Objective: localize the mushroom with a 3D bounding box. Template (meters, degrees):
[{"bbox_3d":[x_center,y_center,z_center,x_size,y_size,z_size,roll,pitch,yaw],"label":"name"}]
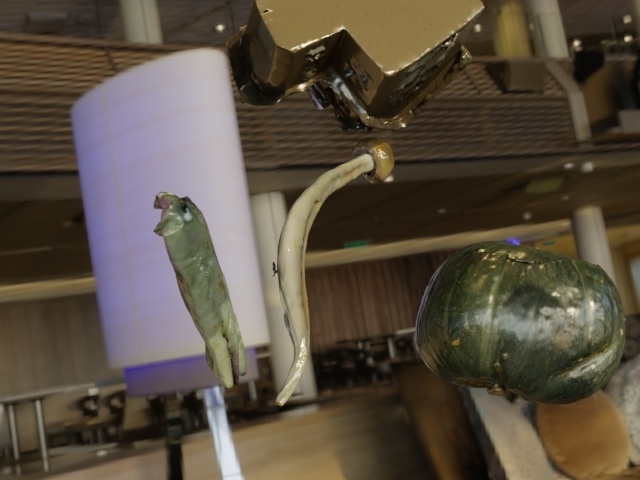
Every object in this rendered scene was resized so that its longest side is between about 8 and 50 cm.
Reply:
[{"bbox_3d":[0.001,-0.002,0.705,0.043,0.068,0.306,-55,5,42],"label":"mushroom"}]

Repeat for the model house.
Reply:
[{"bbox_3d":[0.003,-0.161,0.777,0.176,0.181,0.248,-34,-10,-17],"label":"model house"}]

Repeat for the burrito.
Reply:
[{"bbox_3d":[-0.161,0.071,1.221,0.066,0.309,0.096,-15,30,1],"label":"burrito"}]

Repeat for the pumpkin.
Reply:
[{"bbox_3d":[0.329,0.135,1.451,0.327,0.257,0.291,16,-11,0],"label":"pumpkin"}]
